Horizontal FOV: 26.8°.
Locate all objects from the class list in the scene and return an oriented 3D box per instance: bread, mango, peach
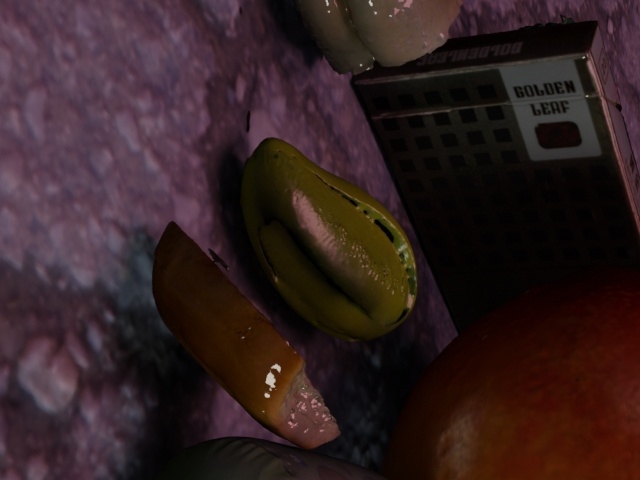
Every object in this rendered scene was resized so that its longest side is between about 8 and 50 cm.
[{"bbox_3d":[-0.045,0.058,0.726,0.044,0.129,0.126,-42,135,-10],"label":"bread"},{"bbox_3d":[0.000,0.000,0.852,0.165,0.074,0.091,49,48,-33],"label":"mango"},{"bbox_3d":[0.207,0.204,0.917,0.388,0.388,0.388,14,74,-61],"label":"peach"},{"bbox_3d":[0.054,-0.275,0.956,0.183,0.102,0.337,64,34,-36],"label":"bread"}]

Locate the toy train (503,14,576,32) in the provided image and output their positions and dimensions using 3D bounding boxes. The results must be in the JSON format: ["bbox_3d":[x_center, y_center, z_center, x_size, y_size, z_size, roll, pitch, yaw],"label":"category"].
[{"bbox_3d":[0.176,-0.097,1.163,0.203,0.112,0.163,-42,117,-57],"label":"toy train"}]

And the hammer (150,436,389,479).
[{"bbox_3d":[-0.038,0.277,0.715,0.206,0.119,0.335,30,67,-57],"label":"hammer"}]

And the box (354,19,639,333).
[{"bbox_3d":[0.163,-0.017,1.045,0.325,0.180,0.047,65,35,-35],"label":"box"}]
